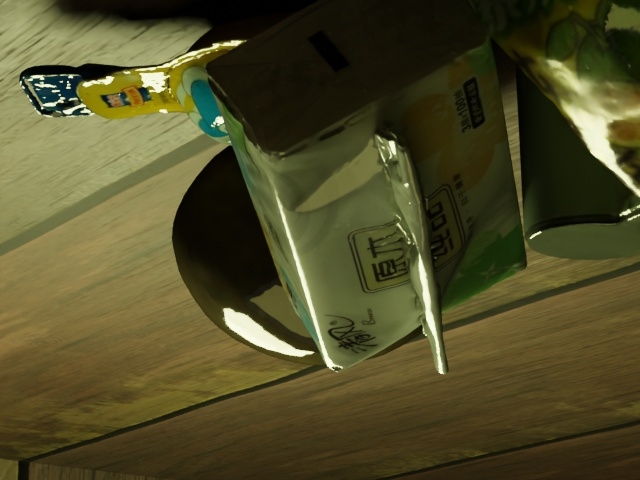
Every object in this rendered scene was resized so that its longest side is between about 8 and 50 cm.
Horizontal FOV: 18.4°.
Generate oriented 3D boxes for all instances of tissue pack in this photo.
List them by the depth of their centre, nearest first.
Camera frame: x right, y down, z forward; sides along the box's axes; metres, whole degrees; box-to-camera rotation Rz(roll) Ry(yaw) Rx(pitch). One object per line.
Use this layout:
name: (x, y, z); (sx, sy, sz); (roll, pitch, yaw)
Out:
tissue pack: (0.047, -0.028, 1.209); (0.159, 0.145, 0.229); (-28, 143, -9)

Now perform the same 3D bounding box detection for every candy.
candy: (0.174, -0.099, 1.056); (0.297, 0.081, 0.187); (46, 152, -11)

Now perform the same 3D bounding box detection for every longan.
longan: (0.000, 0.000, 1.426); (0.212, 0.198, 0.198); (-14, 167, -11)

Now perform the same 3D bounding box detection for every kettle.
kettle: (0.183, -0.069, 1.248); (0.127, 0.148, 0.098); (-10, 159, 33)

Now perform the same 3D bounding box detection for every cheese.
cheese: (-0.059, -0.101, 1.296); (0.270, 0.069, 0.177); (0, 165, 4)
